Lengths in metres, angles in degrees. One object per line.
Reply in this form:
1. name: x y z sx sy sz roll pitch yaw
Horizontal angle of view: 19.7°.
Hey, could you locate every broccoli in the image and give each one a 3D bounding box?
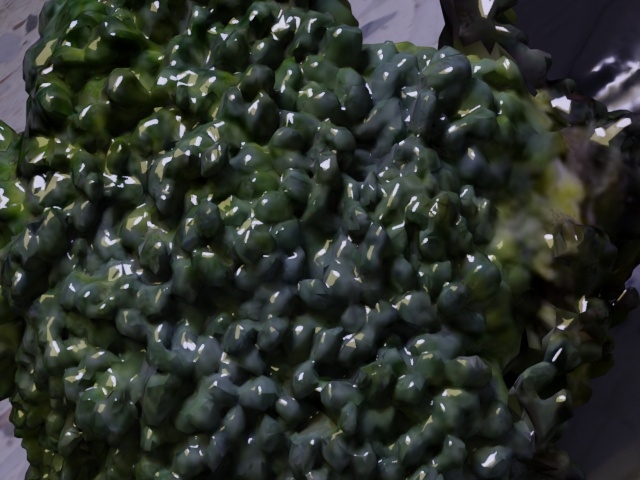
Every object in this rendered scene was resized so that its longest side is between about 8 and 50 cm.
1. broccoli: -0.003 -0.002 0.867 0.334 0.324 0.272 12 19 8

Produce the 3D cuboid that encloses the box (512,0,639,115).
1. box: 0.245 -0.202 1.070 0.350 0.091 0.359 -37 29 8
